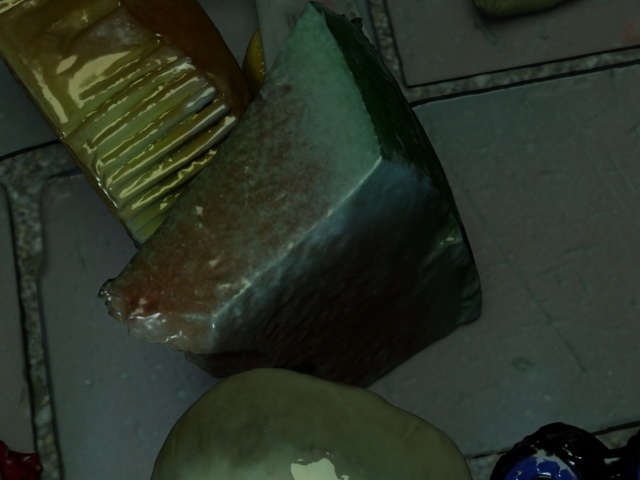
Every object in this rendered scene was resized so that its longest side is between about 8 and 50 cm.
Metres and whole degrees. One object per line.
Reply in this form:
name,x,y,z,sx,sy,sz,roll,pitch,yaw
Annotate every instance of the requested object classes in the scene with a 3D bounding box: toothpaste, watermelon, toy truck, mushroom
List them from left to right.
toothpaste,-0.029,-0.255,1.407,0.100,0.066,0.323,-12,59,-5
mushroom,-0.006,0.198,1.155,0.260,0.254,0.234,-10,21,18
watermelon,0.015,0.001,1.230,0.151,0.264,0.302,31,81,29
toy truck,0.221,0.212,1.140,0.213,0.161,0.177,-10,87,15

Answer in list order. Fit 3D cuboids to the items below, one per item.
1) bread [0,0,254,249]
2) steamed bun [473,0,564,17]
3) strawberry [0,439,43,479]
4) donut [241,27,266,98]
bread,-0.161,-0.141,1.310,0.156,0.204,0.288,-36,65,-8
steamed bun,0.217,-0.321,1.423,0.212,0.110,0.231,-10,69,-2
strawberry,-0.301,0.206,1.183,0.233,0.178,0.234,2,66,-4
donut,-0.022,-0.154,1.397,0.097,0.043,0.108,1,62,3
